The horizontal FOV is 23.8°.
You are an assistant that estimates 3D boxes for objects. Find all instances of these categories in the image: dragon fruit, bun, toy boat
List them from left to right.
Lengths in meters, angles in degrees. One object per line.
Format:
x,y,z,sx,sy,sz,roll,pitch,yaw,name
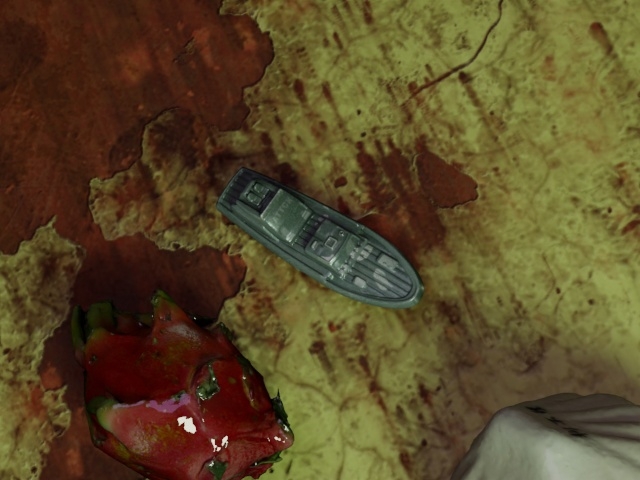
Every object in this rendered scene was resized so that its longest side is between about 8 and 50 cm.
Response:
-0.145,0.146,1.556,0.200,0.198,0.269,0,34,-19,dragon fruit
0.000,0.000,1.603,0.260,0.085,0.078,31,80,25,toy boat
0.214,0.219,1.350,0.263,0.175,0.263,-20,35,14,bun
